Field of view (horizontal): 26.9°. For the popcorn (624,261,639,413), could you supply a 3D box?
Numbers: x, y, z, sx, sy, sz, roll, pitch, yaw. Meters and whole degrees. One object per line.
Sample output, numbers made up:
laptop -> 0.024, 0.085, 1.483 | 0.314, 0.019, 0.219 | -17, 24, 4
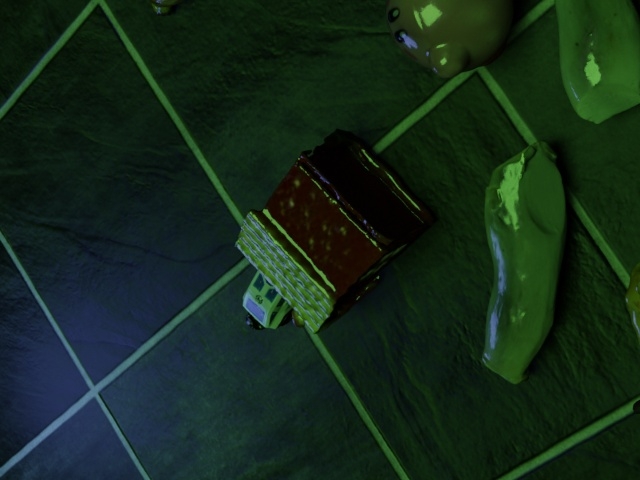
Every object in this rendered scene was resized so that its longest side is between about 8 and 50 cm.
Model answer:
popcorn -> 0.492, 0.110, 1.507 | 0.349, 0.382, 0.349 | 27, 126, 45

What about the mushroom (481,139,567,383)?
mushroom -> 0.271, 0.032, 1.798 | 0.109, 0.097, 0.351 | 13, 112, 33

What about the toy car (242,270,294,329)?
toy car -> -0.066, 0.069, 2.065 | 0.080, 0.070, 0.170 | 43, 122, 19

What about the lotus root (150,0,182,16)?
lotus root -> -0.218, -0.408, 2.033 | 0.191, 0.094, 0.108 | -36, 46, 42

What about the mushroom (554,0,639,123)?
mushroom -> 0.332, -0.289, 1.670 | 0.118, 0.103, 0.270 | -23, 78, 32

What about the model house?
model house -> 0.000, 0.000, 1.926 | 0.196, 0.160, 0.254 | 46, 119, 10

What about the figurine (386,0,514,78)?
figurine -> 0.166, -0.298, 1.735 | 0.173, 0.173, 0.173 | 10, 108, 33
